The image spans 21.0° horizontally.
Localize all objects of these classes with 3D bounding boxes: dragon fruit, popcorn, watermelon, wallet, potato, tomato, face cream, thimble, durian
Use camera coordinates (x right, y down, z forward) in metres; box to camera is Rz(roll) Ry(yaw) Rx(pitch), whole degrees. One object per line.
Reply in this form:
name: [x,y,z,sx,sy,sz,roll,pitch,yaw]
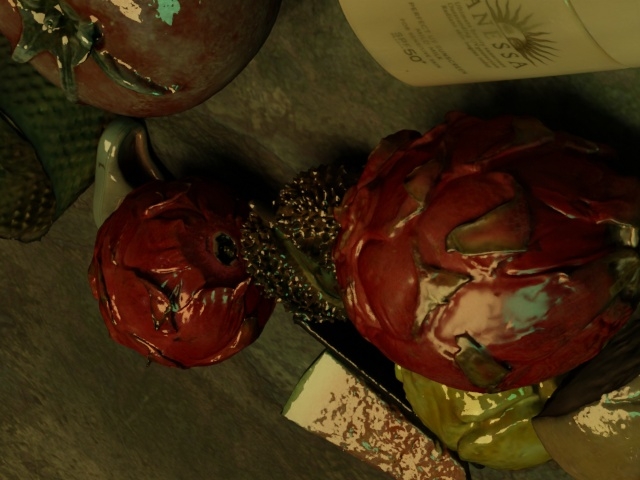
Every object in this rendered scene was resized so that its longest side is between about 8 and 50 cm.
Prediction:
dragon fruit: [-0.161,0.039,2.052,0.241,0.241,0.252,42,127,0]
popcorn: [0.189,0.144,1.868,0.221,0.183,0.204,43,145,4]
watermelon: [0.103,0.220,2.069,0.256,0.193,0.140,39,114,10]
wallet: [0.097,0.149,2.002,0.285,0.146,0.030,39,113,2]
potato: [0.384,0.204,1.734,0.264,0.189,0.211,52,144,-15]
tomato: [-0.187,-0.274,1.686,0.316,0.282,0.317,27,144,21]
face cream: [0.184,-0.213,1.564,0.348,0.081,0.173,0,144,43]
thimble: [-0.388,-0.145,2.133,0.270,0.150,0.271,25,142,21]
dragon fruit: [0.166,0.012,1.674,0.342,0.277,0.277,17,139,36]
durian: [0.000,0.000,1.893,0.196,0.167,0.196,-5,122,-8]

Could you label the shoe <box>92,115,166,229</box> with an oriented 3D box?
shoe: [-0.231,-0.066,2.130,0.078,0.079,0.195,28,139,25]
